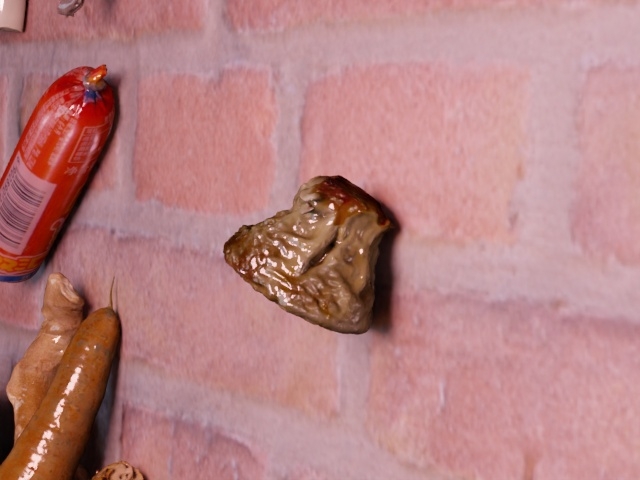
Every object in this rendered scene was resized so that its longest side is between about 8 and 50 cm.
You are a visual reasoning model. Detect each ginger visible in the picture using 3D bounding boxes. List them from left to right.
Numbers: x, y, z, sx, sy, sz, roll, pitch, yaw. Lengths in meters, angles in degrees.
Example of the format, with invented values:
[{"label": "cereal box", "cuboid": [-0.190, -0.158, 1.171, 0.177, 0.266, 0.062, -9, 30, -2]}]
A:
[{"label": "ginger", "cuboid": [-0.241, 0.174, 1.491, 0.075, 0.089, 0.288, 117, 161, -82]}]

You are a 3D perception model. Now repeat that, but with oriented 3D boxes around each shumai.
[{"label": "shumai", "cuboid": [-0.001, 0.000, 1.078, 0.124, 0.099, 0.087, 39, 106, 51]}]

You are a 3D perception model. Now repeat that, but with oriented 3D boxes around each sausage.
[{"label": "sausage", "cuboid": [-0.246, -0.065, 1.509, 0.274, 0.074, 0.074, -55, 44, 44]}]

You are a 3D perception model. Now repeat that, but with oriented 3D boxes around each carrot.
[{"label": "carrot", "cuboid": [-0.230, 0.169, 1.427, 0.078, 0.078, 0.298, 12, 76, 59]}]

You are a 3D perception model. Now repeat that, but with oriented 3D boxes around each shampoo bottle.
[{"label": "shampoo bottle", "cuboid": [-0.316, -0.284, 1.663, 0.077, 0.045, 0.152, 18, 104, 59]}]

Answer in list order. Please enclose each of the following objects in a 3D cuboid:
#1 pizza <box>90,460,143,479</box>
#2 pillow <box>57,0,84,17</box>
[{"label": "pizza", "cuboid": [-0.165, 0.284, 1.364, 0.147, 0.069, 0.226, -62, 31, 25]}, {"label": "pillow", "cuboid": [-0.230, -0.297, 1.503, 0.255, 0.059, 0.169, 31, 115, 58]}]
